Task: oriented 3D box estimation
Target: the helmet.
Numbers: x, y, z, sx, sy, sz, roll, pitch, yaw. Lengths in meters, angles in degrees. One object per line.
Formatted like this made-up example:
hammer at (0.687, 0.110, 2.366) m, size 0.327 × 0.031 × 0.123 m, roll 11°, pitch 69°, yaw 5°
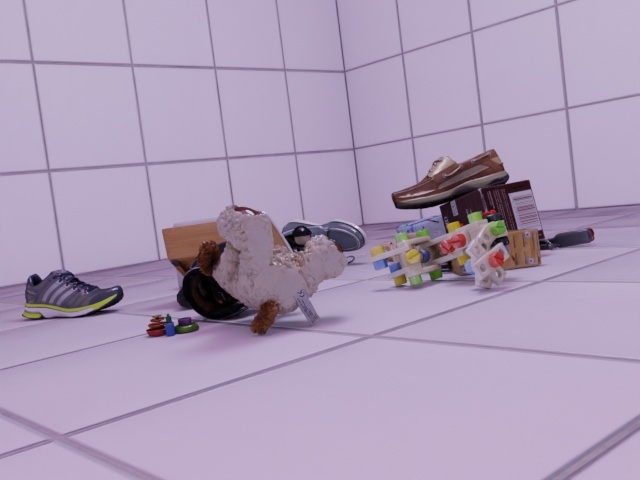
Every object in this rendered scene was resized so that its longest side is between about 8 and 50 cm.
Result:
helmet at (-0.194, 0.079, 1.501) m, size 0.169 × 0.169 × 0.161 m, roll -5°, pitch 21°, yaw 33°

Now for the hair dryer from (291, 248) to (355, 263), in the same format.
hair dryer at (-0.057, 0.071, 2.276) m, size 0.293 × 0.080 × 0.223 m, roll 1°, pitch -9°, yaw 26°

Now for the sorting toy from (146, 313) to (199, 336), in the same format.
sorting toy at (-0.287, 0.158, 1.361) m, size 0.101 × 0.042 × 0.061 m, roll -7°, pitch 4°, yaw -4°

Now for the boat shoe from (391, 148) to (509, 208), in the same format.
boat shoe at (0.348, -0.168, 1.937) m, size 0.323 × 0.120 × 0.122 m, roll -15°, pitch -5°, yaw -5°

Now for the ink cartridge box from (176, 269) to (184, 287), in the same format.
ink cartridge box at (-0.349, 0.105, 2.154) m, size 0.150 × 0.063 × 0.109 m, roll -9°, pitch 4°, yaw -27°

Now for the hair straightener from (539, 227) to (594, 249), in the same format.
hair straightener at (0.638, 0.000, 1.972) m, size 0.230 × 0.047 × 0.089 m, roll -5°, pitch 4°, yaw 28°

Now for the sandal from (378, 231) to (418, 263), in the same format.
sandal at (0.237, 0.042, 2.105) m, size 0.079 × 0.088 × 0.240 m, roll -46°, pitch 16°, yaw -28°

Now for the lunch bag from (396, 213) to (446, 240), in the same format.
lunch bag at (0.397, -0.030, 2.213) m, size 0.243 × 0.115 × 0.303 m, roll -15°, pitch -2°, yaw 41°

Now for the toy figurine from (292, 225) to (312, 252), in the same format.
toy figurine at (-0.138, 0.042, 2.062) m, size 0.213 × 0.148 × 0.209 m, roll -4°, pitch 5°, yaw 34°

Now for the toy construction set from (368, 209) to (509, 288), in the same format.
toy construction set at (0.281, 0.020, 1.528) m, size 0.215 × 0.151 × 0.327 m, roll -10°, pitch 5°, yaw -36°

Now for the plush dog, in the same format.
plush dog at (-0.112, 0.065, 1.329) m, size 0.262 × 0.211 × 0.225 m, roll 20°, pitch -8°, yaw -23°

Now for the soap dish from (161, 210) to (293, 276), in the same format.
soap dish at (-0.226, 0.042, 1.785) m, size 0.290 × 0.118 × 0.229 m, roll -7°, pitch -37°, yaw 19°

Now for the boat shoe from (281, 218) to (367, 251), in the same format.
boat shoe at (0.000, 0.000, 2.257) m, size 0.319 × 0.116 × 0.099 m, roll 7°, pitch 37°, yaw 35°

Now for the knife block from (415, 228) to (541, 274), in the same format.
knife block at (0.381, 0.025, 1.770) m, size 0.275 × 0.088 × 0.242 m, roll -8°, pitch 4°, yaw -1°

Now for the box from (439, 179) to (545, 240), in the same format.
box at (0.456, -0.050, 1.894) m, size 0.167 × 0.169 × 0.203 m, roll -12°, pitch -6°, yaw -23°

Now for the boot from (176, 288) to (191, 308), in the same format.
boot at (-0.261, 0.118, 1.748) m, size 0.197 × 0.077 × 0.137 m, roll -7°, pitch -2°, yaw -17°

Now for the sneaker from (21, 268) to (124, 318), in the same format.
sneaker at (-0.650, 0.134, 1.833) m, size 0.299 × 0.121 × 0.111 m, roll -6°, pitch 4°, yaw 16°
